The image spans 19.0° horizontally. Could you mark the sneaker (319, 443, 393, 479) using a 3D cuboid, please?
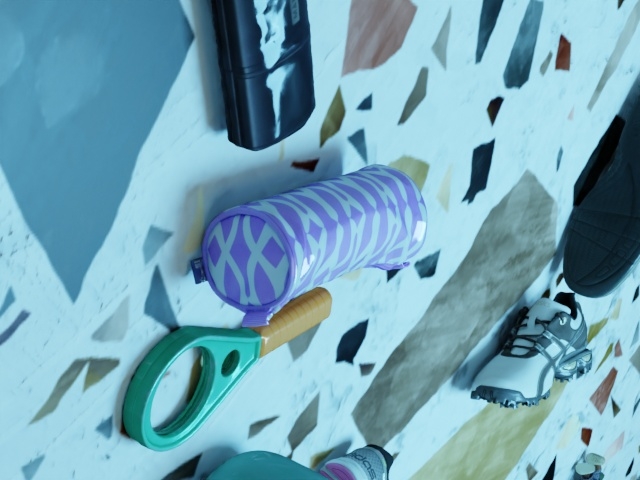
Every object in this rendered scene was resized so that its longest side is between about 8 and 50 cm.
[{"bbox_3d":[0.040,0.251,1.720,0.075,0.063,0.170,-33,133,-37],"label":"sneaker"}]

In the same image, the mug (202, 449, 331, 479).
[{"bbox_3d":[-0.059,0.236,1.498,0.158,0.097,0.129,-31,137,-47],"label":"mug"}]

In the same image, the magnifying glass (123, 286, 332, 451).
[{"bbox_3d":[-0.066,0.088,1.448,0.231,0.026,0.092,-31,137,-49],"label":"magnifying glass"}]

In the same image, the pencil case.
[{"bbox_3d":[0.000,0.000,1.424,0.206,0.086,0.088,-21,95,-52],"label":"pencil case"}]

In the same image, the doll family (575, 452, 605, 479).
[{"bbox_3d":[0.298,0.347,2.245,0.193,0.076,0.111,-42,149,-30],"label":"doll family"}]

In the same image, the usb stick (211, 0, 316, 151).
[{"bbox_3d":[-0.043,-0.177,1.260,0.077,0.045,0.278,-38,143,-30],"label":"usb stick"}]

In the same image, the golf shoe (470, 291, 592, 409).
[{"bbox_3d":[0.206,0.106,1.903,0.198,0.077,0.094,-25,118,-57],"label":"golf shoe"}]

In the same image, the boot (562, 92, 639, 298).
[{"bbox_3d":[0.343,-0.034,2.003,0.236,0.085,0.178,-65,155,-3],"label":"boot"}]
